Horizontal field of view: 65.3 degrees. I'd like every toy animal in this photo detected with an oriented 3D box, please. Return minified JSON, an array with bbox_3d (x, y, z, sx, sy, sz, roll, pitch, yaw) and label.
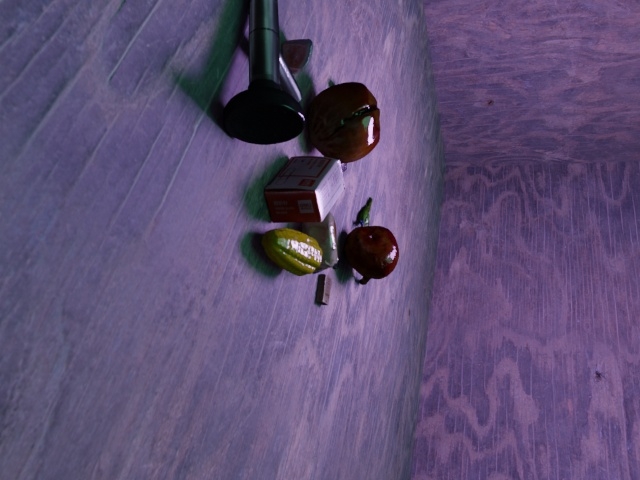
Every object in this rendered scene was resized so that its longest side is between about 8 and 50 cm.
[{"bbox_3d":[0.171,-0.087,1.850,0.217,0.041,0.075,-61,144,-58],"label":"toy animal"}]

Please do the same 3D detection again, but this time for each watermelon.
[{"bbox_3d":[-0.055,-0.449,1.207,0.072,0.092,0.084,-3,85,-30],"label":"watermelon"}]

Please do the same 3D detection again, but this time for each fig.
[{"bbox_3d":[0.172,0.051,1.717,0.290,0.190,0.191,71,24,-78],"label":"fig"}]

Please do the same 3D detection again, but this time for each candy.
[{"bbox_3d":[-0.075,0.020,1.150,0.106,0.094,0.199,62,15,24],"label":"candy"}]

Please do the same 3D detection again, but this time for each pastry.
[{"bbox_3d":[0.000,0.000,1.315,0.166,0.088,0.166,-5,90,-85],"label":"pastry"}]

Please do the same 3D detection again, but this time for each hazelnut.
[{"bbox_3d":[0.068,-0.320,1.367,0.212,0.181,0.181,65,31,-11],"label":"hazelnut"}]

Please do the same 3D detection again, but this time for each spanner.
[{"bbox_3d":[0.021,0.075,1.506,0.208,0.012,0.046,-14,105,-68],"label":"spanner"}]

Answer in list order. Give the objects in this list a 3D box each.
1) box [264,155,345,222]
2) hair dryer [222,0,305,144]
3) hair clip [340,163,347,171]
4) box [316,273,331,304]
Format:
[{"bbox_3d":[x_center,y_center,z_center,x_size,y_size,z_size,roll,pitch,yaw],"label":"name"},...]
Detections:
[{"bbox_3d":[-0.035,-0.124,1.190,0.182,0.133,0.099,-57,143,-51],"label":"box"},{"bbox_3d":[-0.072,-0.329,1.069,0.284,0.155,0.320,39,46,-51],"label":"hair dryer"},{"bbox_3d":[0.056,-0.309,1.521,0.146,0.056,0.187,-2,96,-62],"label":"hair clip"},{"bbox_3d":[0.011,0.145,1.468,0.053,0.024,0.083,45,51,-61],"label":"box"}]
